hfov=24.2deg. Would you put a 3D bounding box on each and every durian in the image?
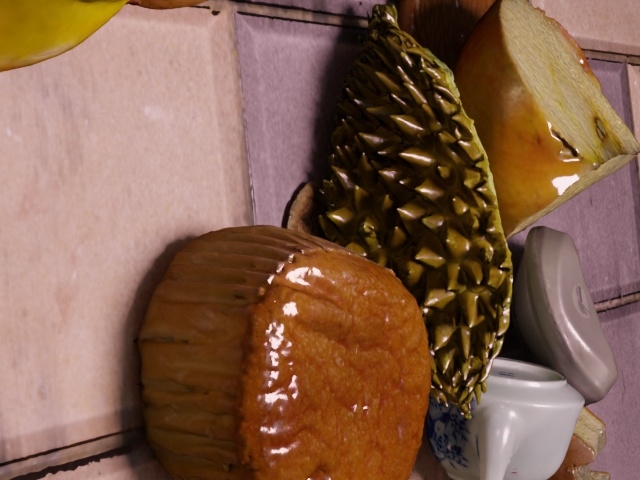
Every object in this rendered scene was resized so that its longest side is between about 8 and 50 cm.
[{"bbox_3d":[0.101,-0.041,1.364,0.198,0.163,0.394,17,56,-60],"label":"durian"}]

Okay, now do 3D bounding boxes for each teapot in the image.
[{"bbox_3d":[0.174,0.196,1.475,0.232,0.159,0.159,-23,105,-79],"label":"teapot"}]

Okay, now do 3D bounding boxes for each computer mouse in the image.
[{"bbox_3d":[0.263,0.089,1.643,0.331,0.095,0.197,36,40,-76],"label":"computer mouse"}]

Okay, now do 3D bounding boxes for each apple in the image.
[{"bbox_3d":[0.217,-0.108,1.488,0.346,0.179,0.254,-20,126,-66],"label":"apple"}]

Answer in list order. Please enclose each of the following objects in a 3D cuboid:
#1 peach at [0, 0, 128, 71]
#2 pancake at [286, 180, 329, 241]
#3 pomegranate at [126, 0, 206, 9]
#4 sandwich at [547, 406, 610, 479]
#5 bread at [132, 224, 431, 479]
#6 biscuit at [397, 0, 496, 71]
[{"bbox_3d":[-0.209,-0.265,0.743,0.370,0.370,0.370,16,72,-57],"label":"peach"},{"bbox_3d":[-0.001,0.000,1.335,0.115,0.011,0.115,22,64,-57],"label":"pancake"},{"bbox_3d":[-0.118,-0.254,1.019,0.215,0.215,0.215,16,72,-57],"label":"pomegranate"},{"bbox_3d":[0.284,0.267,1.686,0.090,0.088,0.244,-20,101,-62],"label":"sandwich"},{"bbox_3d":[-0.022,0.105,1.161,0.253,0.142,0.227,30,67,-56],"label":"bread"},{"bbox_3d":[0.143,-0.186,1.579,0.262,0.037,0.262,9,80,-58],"label":"biscuit"}]
